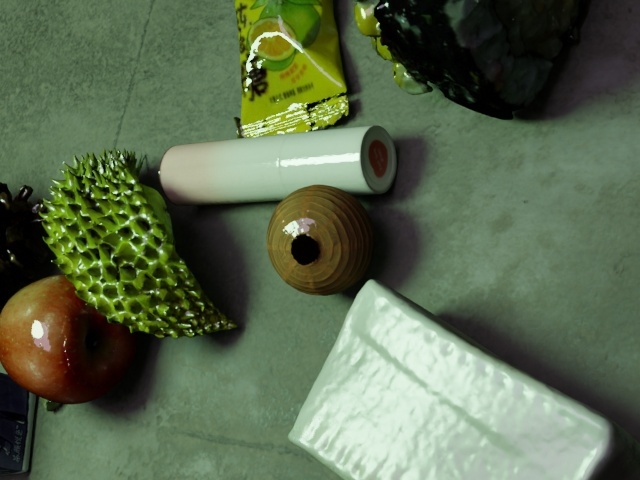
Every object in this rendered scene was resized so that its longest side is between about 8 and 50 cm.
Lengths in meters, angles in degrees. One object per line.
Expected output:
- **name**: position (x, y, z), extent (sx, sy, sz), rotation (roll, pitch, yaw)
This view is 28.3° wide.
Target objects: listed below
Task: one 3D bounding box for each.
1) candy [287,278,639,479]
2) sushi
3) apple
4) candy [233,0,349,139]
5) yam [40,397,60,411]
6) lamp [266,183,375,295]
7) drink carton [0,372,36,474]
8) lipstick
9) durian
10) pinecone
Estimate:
- **candy**: position (0.150, 0.211, 1.351), extent (0.359, 0.145, 0.208), rotation (30, 92, 39)
- **sushi**: position (0.141, -0.344, 1.464), extent (0.285, 0.329, 0.328), rotation (20, 89, 33)
- **apple**: position (-0.344, 0.133, 1.708), extent (0.168, 0.181, 0.181), rotation (-8, 68, 37)
- **candy**: position (-0.053, -0.279, 1.728), extent (0.187, 0.081, 0.297), rotation (-15, 76, 31)
- **yam**: position (-0.403, 0.187, 1.825), extent (0.129, 0.027, 0.033), rotation (57, 147, 33)
- **lamp**: position (0.000, 0.000, 1.544), extent (0.136, 0.136, 0.136), rotation (-13, 65, 31)
- **drink carton**: position (-0.508, 0.242, 1.754), extent (0.102, 0.222, 0.134), rotation (-9, 67, 32)
- **lipstick**: position (-0.061, -0.094, 1.654), extent (0.327, 0.087, 0.087), rotation (-2, 71, 35)
- **durian**: position (-0.260, 0.000, 1.703), extent (0.157, 0.169, 0.355), rotation (-41, 54, 12)
- **pinecone**: position (-0.527, 0.012, 1.859), extent (0.257, 0.243, 0.243), rotation (4, 73, 14)
